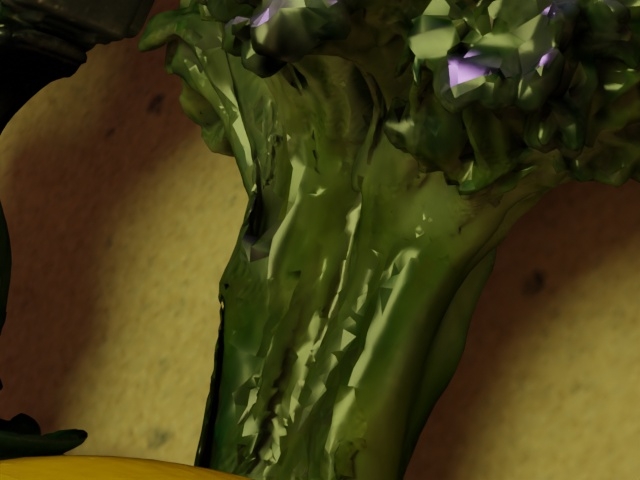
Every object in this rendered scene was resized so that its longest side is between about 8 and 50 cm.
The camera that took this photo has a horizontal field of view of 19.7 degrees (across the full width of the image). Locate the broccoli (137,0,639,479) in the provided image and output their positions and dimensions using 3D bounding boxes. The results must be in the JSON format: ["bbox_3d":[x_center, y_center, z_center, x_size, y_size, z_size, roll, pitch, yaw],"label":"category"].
[{"bbox_3d":[-0.010,-0.013,0.539,0.198,0.177,0.275,40,107,40],"label":"broccoli"}]

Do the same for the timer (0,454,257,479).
[{"bbox_3d":[-0.072,0.167,0.409,0.285,0.285,0.285,-20,55,31],"label":"timer"}]

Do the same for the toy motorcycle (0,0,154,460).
[{"bbox_3d":[-0.132,-0.022,0.624,0.187,0.124,0.275,28,98,35],"label":"toy motorcycle"}]
